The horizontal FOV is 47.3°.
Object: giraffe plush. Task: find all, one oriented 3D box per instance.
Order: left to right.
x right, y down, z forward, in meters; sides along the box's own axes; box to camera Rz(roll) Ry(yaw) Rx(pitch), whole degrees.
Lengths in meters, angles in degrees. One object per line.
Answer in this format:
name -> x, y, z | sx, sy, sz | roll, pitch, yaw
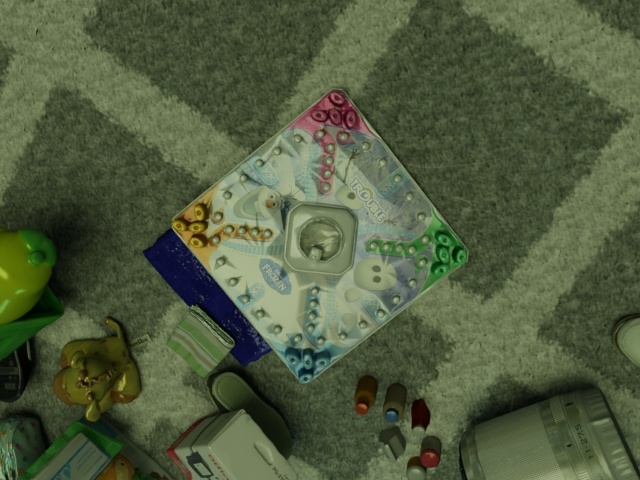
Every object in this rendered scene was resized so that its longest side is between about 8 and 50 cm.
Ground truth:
giraffe plush -> -0.446, 0.270, 1.435 | 0.210, 0.170, 0.181 | -41, 94, 18

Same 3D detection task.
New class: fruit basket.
fruit basket -> -0.626, 0.067, 1.284 | 0.283, 0.392, 0.392 | 46, 110, 19
fruit basket -> -0.423, 0.536, 1.427 | 0.353, 0.327, 0.165 | 39, 131, 2

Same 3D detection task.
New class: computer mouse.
computer mouse -> -0.615, 0.197, 1.511 | 0.184, 0.060, 0.262 | -10, 91, 18

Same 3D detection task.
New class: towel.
towel -> -0.237, 0.200, 1.419 | 0.113, 0.023, 0.152 | 43, 133, 2
towel -> -0.165, 0.074, 1.376 | 0.228, 0.076, 0.308 | -40, 94, 17

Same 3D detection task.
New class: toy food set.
toy food set -> 0.154, 0.365, 1.375 | 0.111, 0.104, 0.232 | -24, 99, 16

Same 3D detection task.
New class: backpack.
backpack -> -0.653, 0.464, 1.555 | 0.115, 0.152, 0.182 | -10, 90, 8

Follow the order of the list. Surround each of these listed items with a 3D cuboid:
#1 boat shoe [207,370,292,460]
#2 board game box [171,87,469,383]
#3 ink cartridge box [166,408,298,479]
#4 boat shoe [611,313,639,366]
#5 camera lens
boat shoe -> -0.140, 0.349, 1.451 | 0.081, 0.069, 0.227 | -42, 106, -25
board game box -> 0.000, 0.000, 1.289 | 0.390, 0.050, 0.390 | -38, 96, 5
ink cartridge box -> -0.173, 0.428, 1.398 | 0.172, 0.100, 0.237 | 52, 146, -5
boat shoe -> 0.649, 0.218, 1.236 | 0.302, 0.103, 0.113 | 23, 108, 5
camera lens -> 0.396, 0.397, 1.275 | 0.274, 0.219, 0.219 | -25, 99, 16
